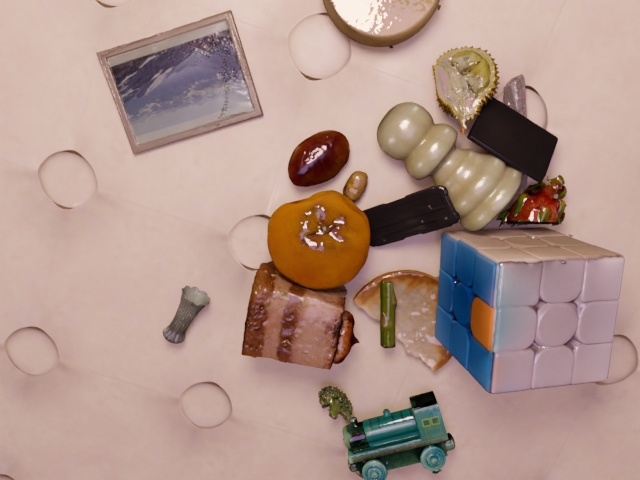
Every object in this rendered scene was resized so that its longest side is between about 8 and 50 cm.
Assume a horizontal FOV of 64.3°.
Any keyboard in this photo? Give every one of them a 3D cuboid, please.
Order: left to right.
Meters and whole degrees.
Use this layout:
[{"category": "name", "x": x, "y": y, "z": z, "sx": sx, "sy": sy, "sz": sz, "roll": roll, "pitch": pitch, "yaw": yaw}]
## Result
[{"category": "keyboard", "x": 0.199, "y": -0.052, "z": 1.209, "sx": 0.262, "sy": 0.016, "sz": 0.106, "roll": -18, "pitch": 105, "yaw": 41}]

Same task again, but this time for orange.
[{"category": "orange", "x": 0.000, "y": 0.000, "z": 1.188, "sx": 0.248, "sy": 0.183, "sz": 0.249, "roll": 0, "pitch": 84, "yaw": -2}]

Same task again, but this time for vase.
[{"category": "vase", "x": -0.357, "y": 0.200, "z": 1.329, "sx": 0.081, "sy": 0.081, "sz": 0.149, "roll": 31, "pitch": 106, "yaw": -7}]

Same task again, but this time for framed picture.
[{"category": "framed picture", "x": -0.329, "y": -0.369, "z": 1.207, "sx": 0.334, "sy": 0.022, "sz": 0.248, "roll": -15, "pitch": 104, "yaw": 5}]

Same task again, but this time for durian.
[{"category": "durian", "x": 0.331, "y": -0.332, "z": 1.139, "sx": 0.146, "sy": 0.102, "sz": 0.208, "roll": -6, "pitch": 72, "yaw": 36}]

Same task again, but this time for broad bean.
[{"category": "broad bean", "x": -0.005, "y": -0.194, "z": 1.217, "sx": 0.165, "sy": 0.084, "sz": 0.114, "roll": -26, "pitch": 119, "yaw": 1}]

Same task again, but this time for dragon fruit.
[{"category": "dragon fruit", "x": 0.519, "y": -0.079, "z": 1.225, "sx": 0.142, "sy": 0.138, "sz": 0.175, "roll": 35, "pitch": 80, "yaw": -32}]

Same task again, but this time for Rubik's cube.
[{"category": "Rubik's cube", "x": 0.453, "y": 0.141, "z": 1.161, "sx": 0.290, "sy": 0.292, "sz": 0.291, "roll": -2, "pitch": 103, "yaw": -10}]

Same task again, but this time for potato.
[{"category": "potato", "x": 0.085, "y": -0.132, "z": 1.249, "sx": 0.051, "sy": 0.040, "sz": 0.083, "roll": 25, "pitch": 106, "yaw": -15}]

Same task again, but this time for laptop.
[{"category": "laptop", "x": 0.432, "y": -0.228, "z": 1.139, "sx": 0.197, "sy": 0.016, "sz": 0.135, "roll": 32, "pitch": 69, "yaw": -4}]

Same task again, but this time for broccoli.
[{"category": "broccoli", "x": 0.039, "y": 0.446, "z": 1.375, "sx": 0.095, "sy": 0.092, "sz": 0.097, "roll": 8, "pitch": 132, "yaw": 13}]

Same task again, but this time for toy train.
[{"category": "toy train", "x": 0.206, "y": 0.537, "z": 1.387, "sx": 0.297, "sy": 0.120, "sz": 0.194, "roll": -17, "pitch": 96, "yaw": 5}]

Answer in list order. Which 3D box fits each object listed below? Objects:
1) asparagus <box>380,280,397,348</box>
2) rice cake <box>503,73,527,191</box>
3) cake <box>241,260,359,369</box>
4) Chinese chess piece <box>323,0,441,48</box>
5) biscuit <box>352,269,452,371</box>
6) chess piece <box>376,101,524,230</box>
[{"category": "asparagus", "x": 0.170, "y": 0.185, "z": 1.289, "sx": 0.045, "sy": 0.041, "sz": 0.179, "roll": -6, "pitch": 102, "yaw": -22}, {"category": "rice cake", "x": 0.462, "y": -0.251, "z": 1.205, "sx": 0.049, "sy": 0.055, "sz": 0.270, "roll": -18, "pitch": 107, "yaw": -35}, {"category": "cake", "x": -0.035, "y": 0.188, "z": 1.254, "sx": 0.292, "sy": 0.196, "sz": 0.199, "roll": 13, "pitch": 103, "yaw": -1}, {"category": "Chinese chess piece", "x": 0.132, "y": -0.561, "z": 1.106, "sx": 0.273, "sy": 0.102, "sz": 0.274, "roll": 0, "pitch": 103, "yaw": 2}, {"category": "biscuit", "x": 0.253, "y": 0.186, "z": 1.328, "sx": 0.309, "sy": 0.040, "sz": 0.204, "roll": 42, "pitch": 102, "yaw": -9}, {"category": "chess piece", "x": 0.279, "y": -0.187, "z": 1.174, "sx": 0.330, "sy": 0.182, "sz": 0.182, "roll": 38, "pitch": 102, "yaw": -3}]
